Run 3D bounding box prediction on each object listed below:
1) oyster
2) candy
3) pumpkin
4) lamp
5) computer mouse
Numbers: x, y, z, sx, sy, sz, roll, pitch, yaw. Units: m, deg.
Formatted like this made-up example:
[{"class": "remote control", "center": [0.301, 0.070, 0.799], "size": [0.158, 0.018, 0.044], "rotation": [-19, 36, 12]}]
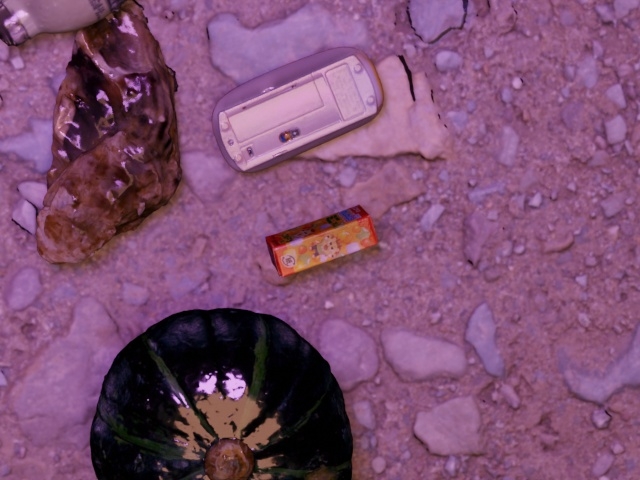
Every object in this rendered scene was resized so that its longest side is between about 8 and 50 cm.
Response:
[{"class": "oyster", "center": [-0.238, -0.120, 1.885], "size": [0.166, 0.094, 0.294], "rotation": [-2, 98, -2]}, {"class": "candy", "center": [0.000, 0.000, 1.969], "size": [0.122, 0.062, 0.038], "rotation": [-19, 106, -6]}, {"class": "pumpkin", "center": [-0.106, 0.228, 1.914], "size": [0.315, 0.238, 0.315], "rotation": [-1, 102, -6]}, {"class": "lamp", "center": [-0.248, -0.290, 1.837], "size": [0.250, 0.101, 0.101], "rotation": [-36, 107, -9]}, {"class": "computer mouse", "center": [-0.026, -0.149, 1.938], "size": [0.199, 0.045, 0.102], "rotation": [-25, 107, -5]}]
